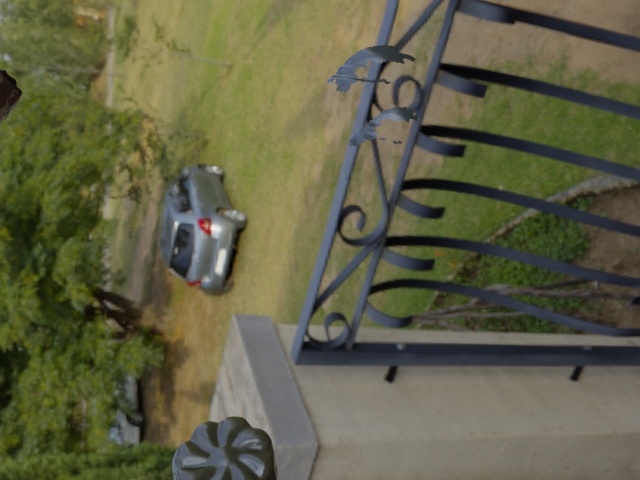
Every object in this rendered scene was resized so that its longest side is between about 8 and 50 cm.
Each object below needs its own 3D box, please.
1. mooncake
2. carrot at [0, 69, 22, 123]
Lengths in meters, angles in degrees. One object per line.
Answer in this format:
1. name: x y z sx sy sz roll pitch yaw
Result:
1. mooncake: -0.001 0.007 0.448 0.057 0.151 0.346 100 172 -56
2. carrot: -0.346 -0.048 0.527 0.263 0.102 0.102 -63 12 -26
